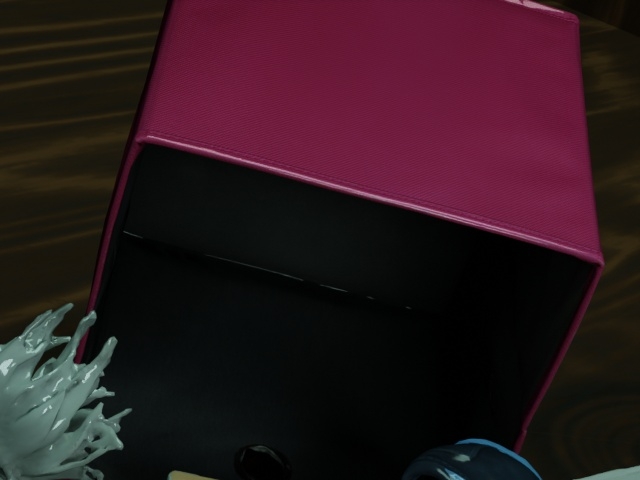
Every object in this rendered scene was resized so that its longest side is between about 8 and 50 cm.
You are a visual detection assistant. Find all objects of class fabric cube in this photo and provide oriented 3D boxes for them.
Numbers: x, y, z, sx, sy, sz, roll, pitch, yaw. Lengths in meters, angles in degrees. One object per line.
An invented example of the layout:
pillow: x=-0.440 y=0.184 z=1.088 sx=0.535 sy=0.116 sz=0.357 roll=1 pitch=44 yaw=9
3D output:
fabric cube: x=0.000 y=0.000 z=1.160 sx=0.254 sy=0.259 sz=0.258 roll=14 pitch=36 yaw=-8

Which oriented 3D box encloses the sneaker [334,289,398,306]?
sneaker: x=0.078 y=0.057 z=1.416 sx=0.272 sy=0.100 sz=0.108 roll=-6 pitch=39 yaw=-34

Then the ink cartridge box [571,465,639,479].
ink cartridge box: x=0.272 y=0.243 z=1.017 sx=0.223 sy=0.129 sz=0.307 roll=-5 pitch=29 yaw=-45

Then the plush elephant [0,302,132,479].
plush elephant: x=-0.152 y=0.210 z=0.639 sx=0.330 sy=0.272 sz=0.255 roll=-31 pitch=82 yaw=-15

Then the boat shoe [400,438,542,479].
boat shoe: x=0.109 y=0.215 z=0.942 sx=0.258 sy=0.109 sz=0.089 roll=51 pitch=20 yaw=25

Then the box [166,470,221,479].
box: x=-0.019 y=0.200 z=0.951 sx=0.130 sy=0.091 sz=0.170 roll=13 pitch=20 yaw=-12
